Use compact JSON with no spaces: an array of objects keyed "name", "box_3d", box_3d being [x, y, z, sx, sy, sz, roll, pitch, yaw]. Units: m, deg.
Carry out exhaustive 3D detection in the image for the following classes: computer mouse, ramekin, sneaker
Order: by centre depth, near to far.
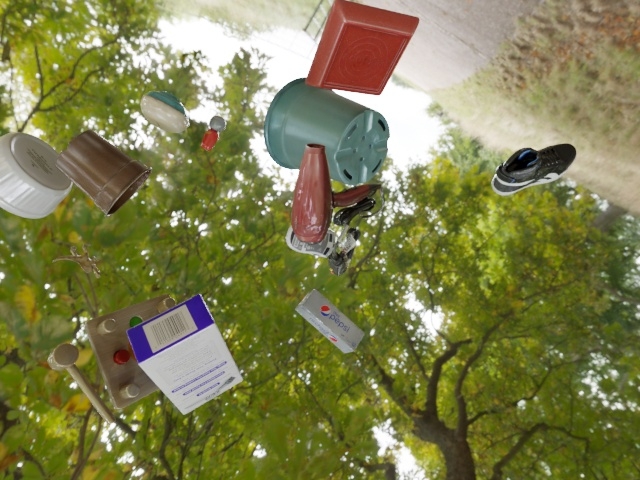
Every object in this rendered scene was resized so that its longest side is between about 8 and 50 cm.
[{"name":"computer mouse","box_3d":[0.000,0.000,0.972,0.193,0.106,0.042,18,-176,-34]},{"name":"sneaker","box_3d":[0.515,-0.183,1.002,0.079,0.217,0.121,63,180,21]},{"name":"ramekin","box_3d":[-0.914,-0.212,1.344,0.273,0.127,0.273,56,-168,-18]}]

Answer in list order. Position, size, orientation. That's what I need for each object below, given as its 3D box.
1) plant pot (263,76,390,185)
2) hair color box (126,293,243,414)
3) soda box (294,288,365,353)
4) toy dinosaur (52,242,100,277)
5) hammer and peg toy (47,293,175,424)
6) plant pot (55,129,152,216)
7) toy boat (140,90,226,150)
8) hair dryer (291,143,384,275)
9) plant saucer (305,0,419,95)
[{"name":"plant pot","box_3d":[0.037,-0.362,1.492,0.341,0.341,0.334,1,-157,-46]},{"name":"hair color box","box_3d":[-0.330,0.300,1.099,0.185,0.339,0.110,-27,-128,-18]},{"name":"soda box","box_3d":[0.039,0.333,1.769,0.286,0.091,0.098,42,-122,-5]},{"name":"toy dinosaur","box_3d":[-0.720,0.056,1.299,0.092,0.053,0.183,66,-176,27]},{"name":"hammer and peg toy","box_3d":[-0.539,0.325,1.193,0.361,0.127,0.266,-20,-92,-50]},{"name":"plant pot","box_3d":[-0.539,-0.173,1.063,0.165,0.167,0.167,42,-152,-15]},{"name":"toy boat","box_3d":[-0.542,-0.487,1.698,0.318,0.148,0.267,26,176,-21]},{"name":"hair dryer","box_3d":[0.024,-0.082,0.873,0.080,0.223,0.293,18,158,32]},{"name":"plant saucer","box_3d":[0.117,-0.511,1.197,0.258,0.259,0.047,-1,-124,-23]}]
